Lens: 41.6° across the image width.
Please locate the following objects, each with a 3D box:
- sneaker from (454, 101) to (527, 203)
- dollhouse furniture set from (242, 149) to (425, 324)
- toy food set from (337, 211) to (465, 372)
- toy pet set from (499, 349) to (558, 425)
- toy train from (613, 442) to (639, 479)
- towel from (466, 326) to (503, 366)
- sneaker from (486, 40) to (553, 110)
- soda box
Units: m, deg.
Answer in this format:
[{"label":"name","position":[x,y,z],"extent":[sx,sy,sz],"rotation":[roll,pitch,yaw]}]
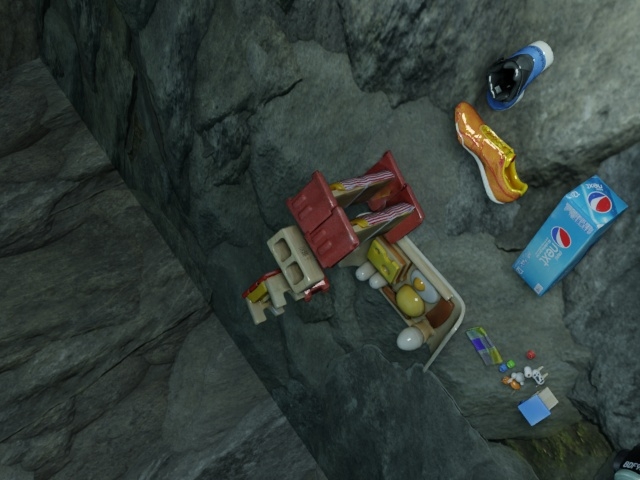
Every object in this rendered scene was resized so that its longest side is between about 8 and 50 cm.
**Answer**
[{"label":"sneaker","position":[0.268,-0.143,1.311],"extent":[0.067,0.064,0.175],"rotation":[-24,101,45]},{"label":"dollhouse furniture set","position":[0.000,0.000,1.636],"extent":[0.374,0.201,0.152],"rotation":[-40,74,46]},{"label":"toy food set","position":[0.154,0.108,1.728],"extent":[0.306,0.092,0.220],"rotation":[50,153,19]},{"label":"toy pet set","position":[0.371,0.278,1.548],"extent":[0.114,0.065,0.122],"rotation":[55,155,10]},{"label":"toy train","position":[0.580,0.385,1.216],"extent":[0.190,0.142,0.334],"rotation":[54,156,-12]},{"label":"towel","position":[0.318,0.206,1.632],"extent":[0.083,0.009,0.060],"rotation":[60,155,-1]},{"label":"sneaker","position":[0.259,-0.220,1.194],"extent":[0.058,0.084,0.152],"rotation":[57,155,5]},{"label":"soda box","position":[0.365,-0.003,1.250],"extent":[0.067,0.071,0.210],"rotation":[50,153,17]}]
